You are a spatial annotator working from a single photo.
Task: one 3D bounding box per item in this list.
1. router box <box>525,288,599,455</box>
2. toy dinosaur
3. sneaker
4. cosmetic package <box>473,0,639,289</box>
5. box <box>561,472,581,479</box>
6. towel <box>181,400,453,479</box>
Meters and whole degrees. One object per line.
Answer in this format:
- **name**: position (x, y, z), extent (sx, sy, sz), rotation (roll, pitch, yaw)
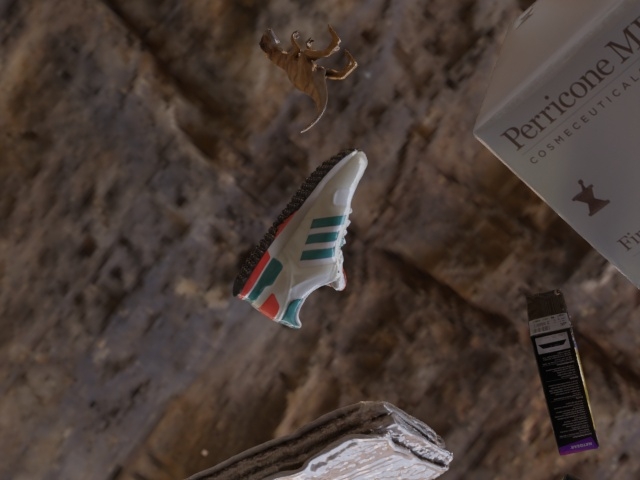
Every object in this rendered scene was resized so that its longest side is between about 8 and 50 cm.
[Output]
- **router box**: position (0.259, 0.137, 1.371), extent (0.046, 0.133, 0.179), rotation (-13, -171, 10)
- **toy dinosaur**: position (-0.008, -0.208, 1.623), extent (0.112, 0.064, 0.211), rotation (-36, -135, 2)
- **sneaker**: position (0.000, 0.000, 1.059), extent (0.161, 0.075, 0.057), rotation (-53, -169, -5)
- **cosmetic package**: position (0.447, -0.165, 1.496), extent (0.329, 0.393, 0.327), rotation (-42, -168, 34)
- **box**: position (0.309, 0.323, 1.480), extent (0.062, 0.083, 0.052), rotation (-58, 171, -54)
- **towel**: position (-0.021, 0.242, 1.247), extent (0.282, 0.187, 0.049), rotation (-27, -121, 17)
